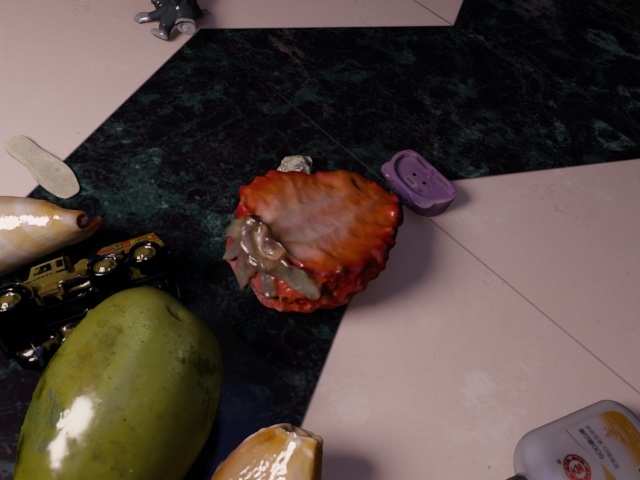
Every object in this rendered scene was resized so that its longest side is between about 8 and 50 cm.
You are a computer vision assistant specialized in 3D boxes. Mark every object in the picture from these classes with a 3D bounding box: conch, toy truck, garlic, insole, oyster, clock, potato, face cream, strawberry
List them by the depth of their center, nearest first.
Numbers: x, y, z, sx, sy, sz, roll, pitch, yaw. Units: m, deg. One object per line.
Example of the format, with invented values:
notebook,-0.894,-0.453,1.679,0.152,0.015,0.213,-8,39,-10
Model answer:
garlic,-0.065,0.334,0.593,0.145,0.164,0.245,27,43,-13
potato,-0.232,0.202,0.636,0.215,0.216,0.305,14,46,-1
face cream,0.353,0.330,0.747,0.291,0.071,0.144,-11,56,-19
toy truck,-0.346,0.074,0.772,0.257,0.127,0.127,-24,46,-26
conch,-0.460,0.001,0.777,0.254,0.158,0.127,2,77,17
strawberry,0.000,0.000,0.896,0.265,0.149,0.336,38,44,25
insole,-0.512,-0.138,0.968,0.192,0.010,0.063,37,54,16
oyster,-0.055,-0.140,1.049,0.098,0.037,0.100,-6,54,-17
clock,0.193,-0.110,1.070,0.110,0.050,0.153,-27,62,-29

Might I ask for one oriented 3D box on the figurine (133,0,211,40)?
figurine,-0.371,-0.582,1.270,0.192,0.140,0.265,-16,41,-3
